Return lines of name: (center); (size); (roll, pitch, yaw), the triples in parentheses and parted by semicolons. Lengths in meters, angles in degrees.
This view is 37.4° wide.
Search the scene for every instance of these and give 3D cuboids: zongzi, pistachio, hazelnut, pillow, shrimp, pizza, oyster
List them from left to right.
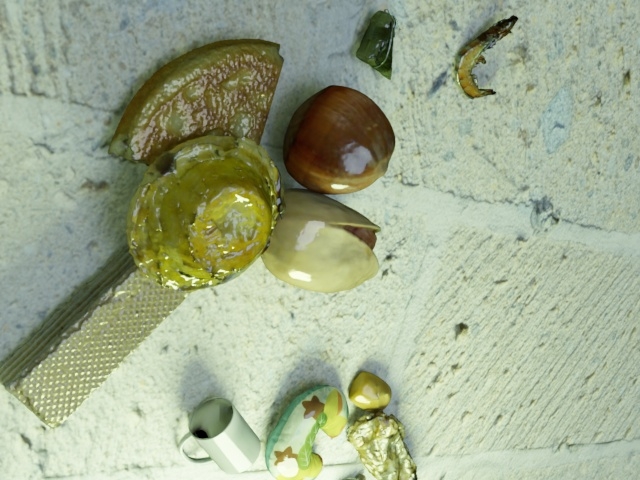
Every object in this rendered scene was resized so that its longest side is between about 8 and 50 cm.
pizza: (-0.202, -0.237, 1.581); (0.257, 0.087, 0.268); (14, 98, -42)
pillow: (-0.025, 0.417, 2.027); (0.233, 0.086, 0.214); (-61, 145, -6)
pistachio: (0.000, 0.000, 1.791); (0.299, 0.187, 0.187); (15, 98, -45)
hazelnut: (0.034, -0.177, 1.729); (0.214, 0.214, 0.176); (-55, 160, -9)
zongzi: (0.126, -0.381, 1.833); (0.119, 0.055, 0.109); (22, 91, -56)
oyster: (0.166, 0.508, 2.209); (0.128, 0.078, 0.345); (-33, 130, -3)
shrimp: (0.369, -0.387, 2.046); (0.195, 0.035, 0.148); (-42, 128, -11)

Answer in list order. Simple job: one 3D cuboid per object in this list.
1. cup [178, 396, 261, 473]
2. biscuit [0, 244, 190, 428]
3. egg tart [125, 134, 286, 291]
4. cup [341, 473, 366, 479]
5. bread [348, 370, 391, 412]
cup: (-0.202, 0.384, 1.855); (0.133, 0.136, 0.099); (60, 33, -40)
biscuit: (-0.349, 0.120, 1.610); (0.426, 0.078, 0.144); (-46, 131, -18)
egg tart: (-0.173, -0.034, 1.556); (0.294, 0.116, 0.295); (-14, 117, -30)
cup: (0.072, 0.606, 2.205); (0.074, 0.102, 0.099); (-3, 117, 1)
bread: (0.117, 0.346, 2.129); (0.082, 0.056, 0.115); (-56, 134, -9)
